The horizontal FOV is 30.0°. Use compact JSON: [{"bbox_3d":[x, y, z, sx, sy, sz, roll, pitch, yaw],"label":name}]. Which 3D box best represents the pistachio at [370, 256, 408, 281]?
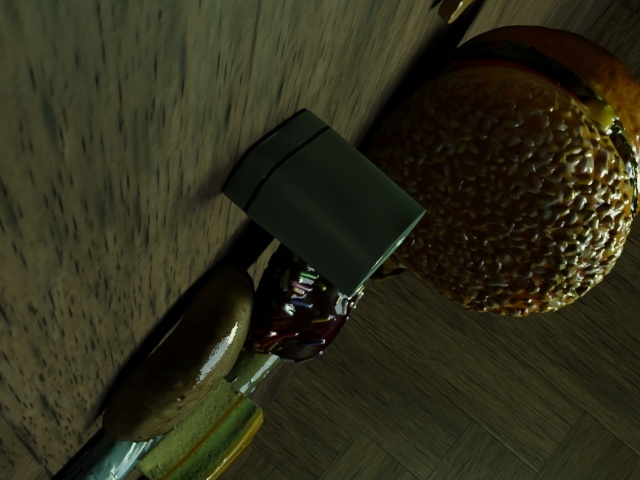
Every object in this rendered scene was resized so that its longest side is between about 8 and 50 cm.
[{"bbox_3d":[0.154,-0.014,2.217,0.210,0.130,0.165,-52,-146,8],"label":"pistachio"}]

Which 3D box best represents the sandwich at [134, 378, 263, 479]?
[{"bbox_3d":[-0.171,0.258,1.458,0.187,0.117,0.144,-46,169,-43],"label":"sandwich"}]

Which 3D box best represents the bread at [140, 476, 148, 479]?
[{"bbox_3d":[-0.250,0.402,1.946,0.092,0.074,0.239,-44,175,18],"label":"bread"}]

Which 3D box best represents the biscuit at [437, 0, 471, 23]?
[{"bbox_3d":[0.151,-0.261,1.144,0.118,0.023,0.140,-52,175,12],"label":"biscuit"}]

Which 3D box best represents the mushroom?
[{"bbox_3d":[-0.130,0.117,1.134,0.210,0.072,0.094,-50,168,0],"label":"mushroom"}]

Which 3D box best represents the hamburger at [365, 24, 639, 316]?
[{"bbox_3d":[0.225,-0.081,1.421,0.250,0.330,0.330,-44,171,-40],"label":"hamburger"}]

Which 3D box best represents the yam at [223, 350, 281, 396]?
[{"bbox_3d":[-0.041,0.099,1.660,0.371,0.083,0.083,-47,173,-14],"label":"yam"}]

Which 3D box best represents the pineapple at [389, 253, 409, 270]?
[{"bbox_3d":[0.200,-0.088,1.986,0.175,0.175,0.361,-47,164,-31],"label":"pineapple"}]

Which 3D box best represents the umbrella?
[{"bbox_3d":[-0.246,0.254,1.216,0.053,0.052,0.250,-2,-143,49],"label":"umbrella"}]

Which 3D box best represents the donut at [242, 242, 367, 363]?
[{"bbox_3d":[-0.002,0.025,1.221,0.235,0.089,0.235,-61,-173,13],"label":"donut"}]

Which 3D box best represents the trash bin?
[{"bbox_3d":[0.006,-0.031,0.950,0.059,0.130,0.116,-54,173,39],"label":"trash bin"}]
